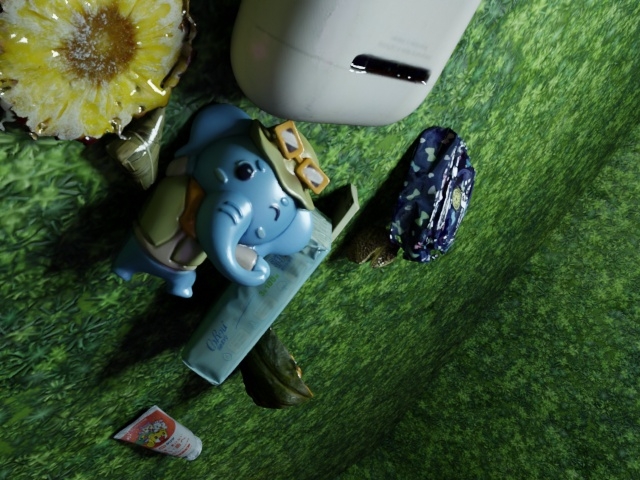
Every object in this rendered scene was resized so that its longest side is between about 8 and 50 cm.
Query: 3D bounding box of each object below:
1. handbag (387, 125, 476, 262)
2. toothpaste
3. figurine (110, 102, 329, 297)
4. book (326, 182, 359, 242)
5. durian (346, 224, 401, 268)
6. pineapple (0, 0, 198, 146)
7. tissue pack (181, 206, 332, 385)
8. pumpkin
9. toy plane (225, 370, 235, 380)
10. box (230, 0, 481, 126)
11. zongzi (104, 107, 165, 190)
[{"bbox_3d":[0.221,-0.084,1.051,0.162,0.113,0.260,29,78,-64],"label":"handbag"},{"bbox_3d":[-0.306,0.382,1.076,0.089,0.057,0.234,-38,144,-8],"label":"toothpaste"},{"bbox_3d":[-0.109,-0.031,0.650,0.262,0.180,0.154,-52,173,-5],"label":"figurine"},{"bbox_3d":[0.000,0.000,0.921,0.198,0.016,0.138,-54,-170,16],"label":"book"},{"bbox_3d":[0.115,0.005,1.093,0.140,0.111,0.070,-13,115,-48],"label":"durian"},{"bbox_3d":[-0.192,-0.176,0.467,0.221,0.047,0.221,-37,155,-21],"label":"pineapple"},{"bbox_3d":[-0.093,0.067,0.822,0.263,0.089,0.177,-50,-172,14],"label":"tissue pack"},{"bbox_3d":[-0.119,0.210,1.038,0.111,0.162,0.278,-27,-165,-9],"label":"pumpkin"},{"bbox_3d":[-0.185,0.242,1.068,0.049,0.031,0.120,-35,154,-30],"label":"toy plane"},{"bbox_3d":[0.068,-0.282,0.571,0.289,0.141,0.348,-11,138,-50],"label":"box"},{"bbox_3d":[-0.185,-0.102,0.594,0.083,0.040,0.076,-55,164,-20],"label":"zongzi"}]
